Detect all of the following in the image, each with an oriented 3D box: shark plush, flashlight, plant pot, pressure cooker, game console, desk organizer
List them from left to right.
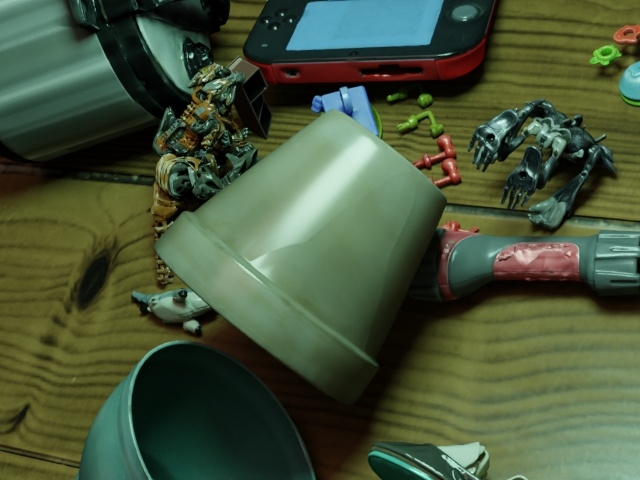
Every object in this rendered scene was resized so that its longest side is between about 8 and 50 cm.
[{"bbox_3d":[-0.353,-0.341,2.074,0.420,0.375,0.370,-15,42,17],"label":"pressure cooker"},{"bbox_3d":[-0.174,0.294,1.558,0.196,0.293,0.293,-37,41,29],"label":"plant pot"},{"bbox_3d":[-0.209,0.094,1.888,0.161,0.073,0.067,-11,25,42],"label":"shark plush"},{"bbox_3d":[-0.106,-0.222,2.032,0.050,0.130,0.047,31,69,36],"label":"desk organizer"},{"bbox_3d":[0.000,0.000,1.630,0.280,0.323,0.323,-52,50,-1],"label":"plant pot"},{"bbox_3d":[0.091,-0.370,2.073,0.386,0.060,0.342,1,45,18],"label":"game console"},{"bbox_3d":[0.266,0.034,1.681,0.304,0.103,0.103,1,79,23],"label":"flashlight"}]

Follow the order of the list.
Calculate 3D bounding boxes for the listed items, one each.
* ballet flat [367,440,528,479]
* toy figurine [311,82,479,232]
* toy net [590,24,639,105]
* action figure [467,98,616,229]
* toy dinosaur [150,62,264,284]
[{"bbox_3d":[0.186,0.300,1.506,0.280,0.095,0.096,33,60,28],"label":"ballet flat"},{"bbox_3d":[0.078,-0.162,1.843,0.191,0.217,0.363,-18,48,8],"label":"toy figurine"},{"bbox_3d":[0.512,-0.292,1.884,0.232,0.045,0.122,-35,45,-9],"label":"toy net"},{"bbox_3d":[0.290,-0.112,1.748,0.164,0.275,0.141,47,117,18],"label":"action figure"},{"bbox_3d":[-0.168,-0.096,1.939,0.218,0.322,0.164,19,19,26],"label":"toy dinosaur"}]
